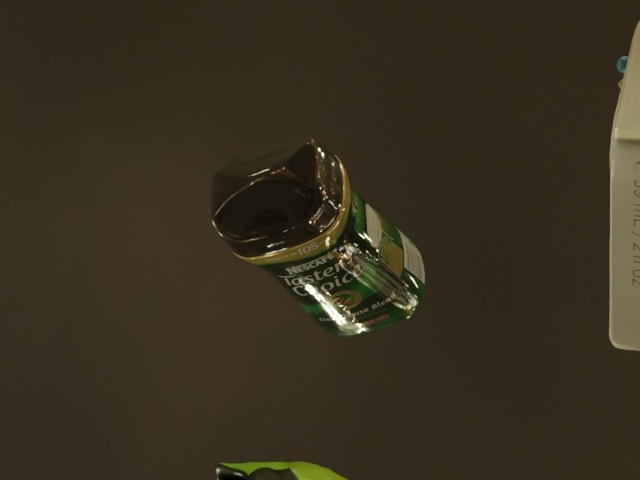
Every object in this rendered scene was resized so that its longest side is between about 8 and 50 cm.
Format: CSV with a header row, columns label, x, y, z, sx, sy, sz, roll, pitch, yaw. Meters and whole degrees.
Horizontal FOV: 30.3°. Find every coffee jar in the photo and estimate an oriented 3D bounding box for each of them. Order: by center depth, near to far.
label,x,y,z,sx,sy,sz,roll,pitch,yaw
coffee jar,0.000,0.000,0.864,0.096,0.184,0.079,-17,-125,23

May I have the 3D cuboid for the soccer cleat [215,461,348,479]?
label,x,y,z,sx,sy,sz,roll,pitch,yaw
soccer cleat,-0.026,0.142,0.457,0.072,0.179,0.060,6,-71,3

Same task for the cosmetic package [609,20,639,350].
label,x,y,z,sx,sy,sz,roll,pitch,yaw
cosmetic package,0.271,-0.031,0.696,0.183,0.151,0.151,4,-53,20

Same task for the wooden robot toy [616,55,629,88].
label,x,y,z,sx,sy,sz,roll,pitch,yaw
wooden robot toy,0.278,-0.137,0.798,0.076,0.173,0.079,-4,-129,-44
